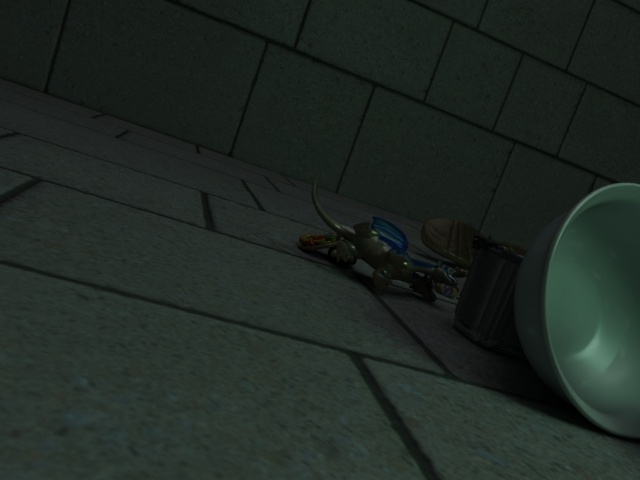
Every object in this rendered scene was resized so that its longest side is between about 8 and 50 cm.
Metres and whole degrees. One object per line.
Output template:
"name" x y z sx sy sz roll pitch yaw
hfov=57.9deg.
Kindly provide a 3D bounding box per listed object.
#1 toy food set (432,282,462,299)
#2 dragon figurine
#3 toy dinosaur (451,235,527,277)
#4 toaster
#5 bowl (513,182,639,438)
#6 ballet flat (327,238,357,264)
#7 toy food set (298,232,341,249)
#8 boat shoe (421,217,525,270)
"toy food set" 0.266 0.100 1.156 0.122 0.019 0.078 17 9 -17
"dragon figurine" 0.097 0.012 0.994 0.289 0.085 0.144 37 16 14
"toy dinosaur" 0.424 0.094 1.253 0.200 0.127 0.295 36 4 35
"toaster" 0.302 0.093 0.871 0.227 0.146 0.129 17 9 -22
"bowl" 0.349 0.085 0.731 0.297 0.298 0.134 17 -13 -20
"ballet flat" 0.049 0.013 1.103 0.057 0.049 0.173 22 11 4
"toy food set" 0.000 0.000 1.074 0.082 0.020 0.083 -8 10 2
"boat shoe" 0.423 0.041 1.632 0.341 0.122 0.110 21 -29 -12
